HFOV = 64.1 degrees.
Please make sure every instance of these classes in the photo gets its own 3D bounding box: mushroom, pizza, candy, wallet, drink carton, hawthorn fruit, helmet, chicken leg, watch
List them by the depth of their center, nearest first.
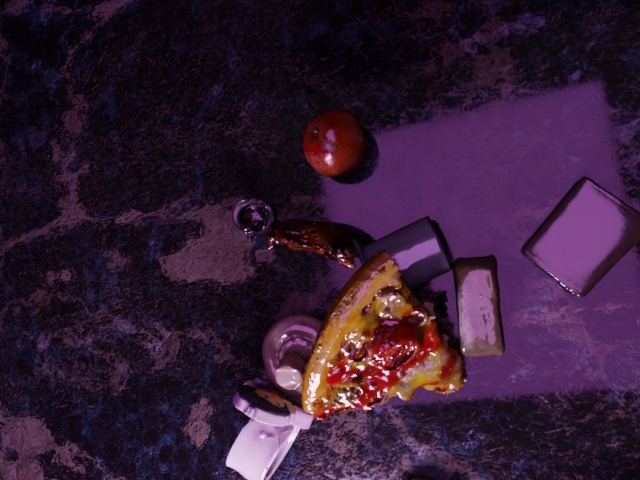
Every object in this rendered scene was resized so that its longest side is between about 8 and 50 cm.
[{"bbox_3d":[0.183,0.258,1.147,0.405,0.130,0.440,18,112,-16],"label":"pizza"},{"bbox_3d":[0.597,-0.005,1.161,0.182,0.049,0.229,41,102,14],"label":"wallet"},{"bbox_3d":[0.369,0.153,1.200,0.104,0.102,0.234,-5,89,17],"label":"candy"},{"bbox_3d":[0.200,0.050,1.221,0.189,0.191,0.186,-22,80,10],"label":"drink carton"},{"bbox_3d":[0.000,0.000,1.227,0.407,0.157,0.096,18,108,61],"label":"chicken leg"},{"bbox_3d":[0.036,-0.242,1.283,0.172,0.173,0.173,-1,88,18],"label":"hawthorn fruit"},{"bbox_3d":[-0.154,0.483,1.284,0.196,0.244,0.231,31,91,15],"label":"watch"},{"bbox_3d":[-0.066,0.294,1.293,0.206,0.209,0.207,10,104,41],"label":"mushroom"},{"bbox_3d":[-0.171,-0.062,1.394,0.123,0.070,0.098,12,86,25],"label":"helmet"}]

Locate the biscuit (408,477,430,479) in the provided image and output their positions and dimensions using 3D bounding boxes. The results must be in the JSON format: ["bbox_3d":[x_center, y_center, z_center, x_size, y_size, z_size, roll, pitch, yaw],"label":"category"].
[{"bbox_3d":[0.253,0.745,1.248,0.262,0.052,0.277,45,102,19],"label":"biscuit"}]
